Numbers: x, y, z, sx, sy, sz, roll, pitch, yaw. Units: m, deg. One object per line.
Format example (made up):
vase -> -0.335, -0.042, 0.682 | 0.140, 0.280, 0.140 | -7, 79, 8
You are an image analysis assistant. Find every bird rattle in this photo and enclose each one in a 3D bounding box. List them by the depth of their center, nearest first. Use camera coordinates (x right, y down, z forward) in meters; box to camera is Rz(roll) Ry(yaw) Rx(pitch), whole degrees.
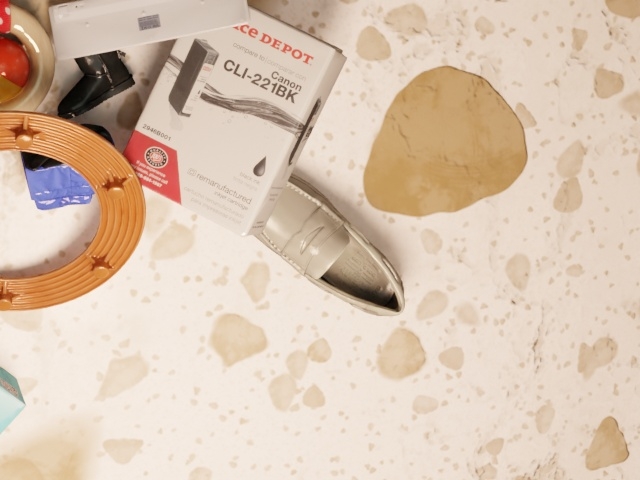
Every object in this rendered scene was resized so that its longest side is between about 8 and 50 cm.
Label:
bird rattle -> -0.431, -0.241, 1.723 | 0.207, 0.143, 0.253 | 36, 79, -36

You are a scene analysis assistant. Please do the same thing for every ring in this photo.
ring -> -0.390, -0.024, 1.743 | 0.337, 0.032, 0.336 | -6, 133, -7

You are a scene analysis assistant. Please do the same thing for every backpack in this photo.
backpack -> -0.326, -0.098, 1.790 | 0.120, 0.098, 0.101 | -13, 137, -13

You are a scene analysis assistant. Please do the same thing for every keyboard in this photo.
keyboard -> -0.219, -0.286, 1.738 | 0.256, 0.014, 0.072 | -10, 95, 8

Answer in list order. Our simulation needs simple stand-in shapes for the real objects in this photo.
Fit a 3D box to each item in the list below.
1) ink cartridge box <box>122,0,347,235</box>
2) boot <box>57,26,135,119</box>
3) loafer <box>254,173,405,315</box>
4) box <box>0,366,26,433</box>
ink cartridge box -> -0.114, -0.169, 1.790 | 0.197, 0.114, 0.272 | 27, 95, 6
boot -> -0.308, -0.225, 1.785 | 0.121, 0.045, 0.099 | -32, 114, -14
loafer -> 0.000, 0.000, 1.919 | 0.319, 0.111, 0.112 | 35, 92, -24
box -> -0.502, 0.277, 1.834 | 0.244, 0.100, 0.060 | -48, 116, 0
